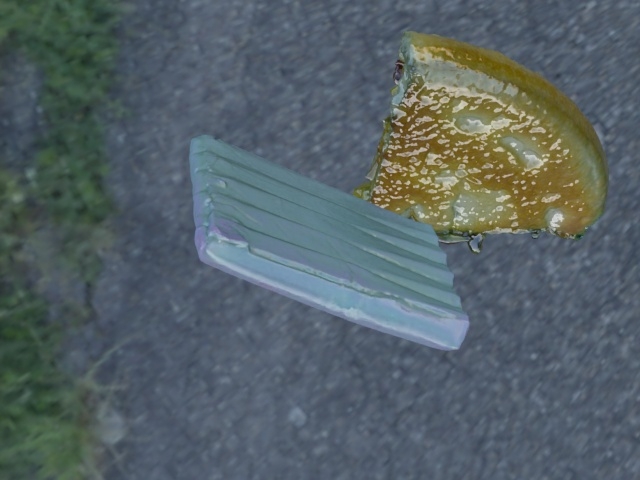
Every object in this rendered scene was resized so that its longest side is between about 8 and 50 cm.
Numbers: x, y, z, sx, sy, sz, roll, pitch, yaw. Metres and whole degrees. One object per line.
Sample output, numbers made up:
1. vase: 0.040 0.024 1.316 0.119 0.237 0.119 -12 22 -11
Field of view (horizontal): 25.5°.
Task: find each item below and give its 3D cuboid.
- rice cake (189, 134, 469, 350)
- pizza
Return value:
1. rice cake: 0.000 0.000 0.999 0.198 0.189 0.037 20 112 -15
2. pizza: 0.118 -0.073 1.215 0.229 0.081 0.289 -31 136 31
